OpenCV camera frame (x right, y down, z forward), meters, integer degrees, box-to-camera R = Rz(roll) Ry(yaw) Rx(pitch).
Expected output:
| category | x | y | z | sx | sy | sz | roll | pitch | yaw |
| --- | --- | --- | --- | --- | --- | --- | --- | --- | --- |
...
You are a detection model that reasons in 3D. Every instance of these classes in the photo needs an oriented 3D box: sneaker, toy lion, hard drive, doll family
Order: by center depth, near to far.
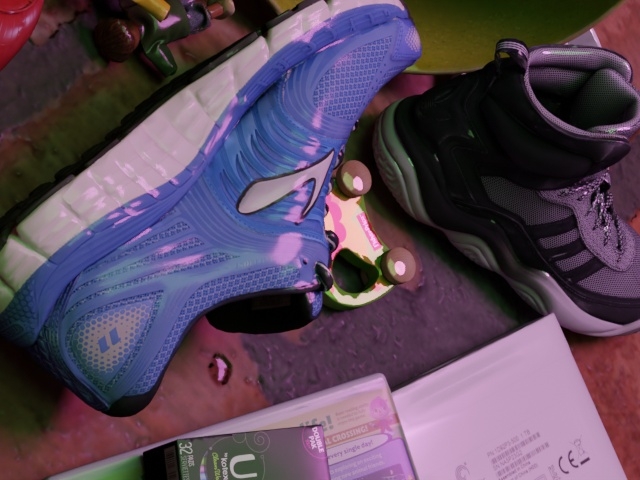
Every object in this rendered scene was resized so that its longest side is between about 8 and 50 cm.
| category | x | y | z | sx | sy | sz | roll | pitch | yaw |
| --- | --- | --- | --- | --- | --- | --- | --- | --- | --- |
| sneaker | -0.046 | -0.025 | 0.794 | 0.330 | 0.130 | 0.147 | -44 | 105 | -32 |
| doll family | -0.125 | -0.192 | 0.826 | 0.111 | 0.076 | 0.193 | -32 | 88 | -37 |
| toy lion | 0.000 | 0.000 | 0.875 | 0.096 | 0.034 | 0.100 | -29 | 92 | -35 |
| hard drive | 0.141 | 0.219 | 0.890 | 0.203 | 0.040 | 0.307 | -20 | 86 | -42 |
| sneaker | 0.176 | -0.034 | 0.937 | 0.268 | 0.153 | 0.101 | 31 | 46 | -24 |

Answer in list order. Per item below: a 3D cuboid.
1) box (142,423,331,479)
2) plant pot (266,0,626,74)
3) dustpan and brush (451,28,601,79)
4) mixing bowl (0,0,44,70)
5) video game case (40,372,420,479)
| category | x | y | z | sx | sy | sz | roll | pitch | yaw |
| --- | --- | --- | --- | --- | --- | --- | --- | --- | --- |
| box | -0.041 | 0.131 | 0.721 | 0.083 | 0.052 | 0.062 | -2 | 77 | -28 |
| plant pot | 0.077 | -0.310 | 0.929 | 0.274 | 0.275 | 0.293 | 22 | 45 | -31 |
| dustpan and brush | 0.171 | -0.155 | 1.050 | 0.147 | 0.060 | 0.211 | 24 | 59 | -29 |
| mixing bowl | -0.197 | -0.141 | 0.681 | 0.181 | 0.098 | 0.181 | 36 | 49 | -57 |
| video game case | -0.025 | 0.191 | 0.756 | 0.212 | 0.023 | 0.193 | -14 | 82 | -30 |
